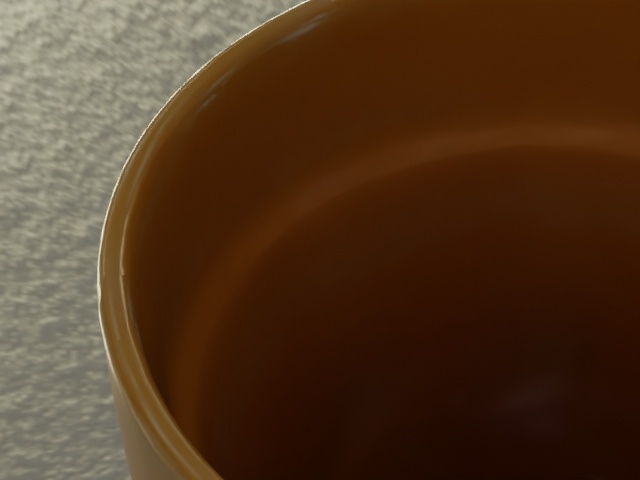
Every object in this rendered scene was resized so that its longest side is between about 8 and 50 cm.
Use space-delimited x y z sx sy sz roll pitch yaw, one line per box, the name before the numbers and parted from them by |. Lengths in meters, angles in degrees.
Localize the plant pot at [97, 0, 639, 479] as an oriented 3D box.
plant pot | 0.059 0.065 0.424 0.205 0.188 0.205 -1 -136 1
